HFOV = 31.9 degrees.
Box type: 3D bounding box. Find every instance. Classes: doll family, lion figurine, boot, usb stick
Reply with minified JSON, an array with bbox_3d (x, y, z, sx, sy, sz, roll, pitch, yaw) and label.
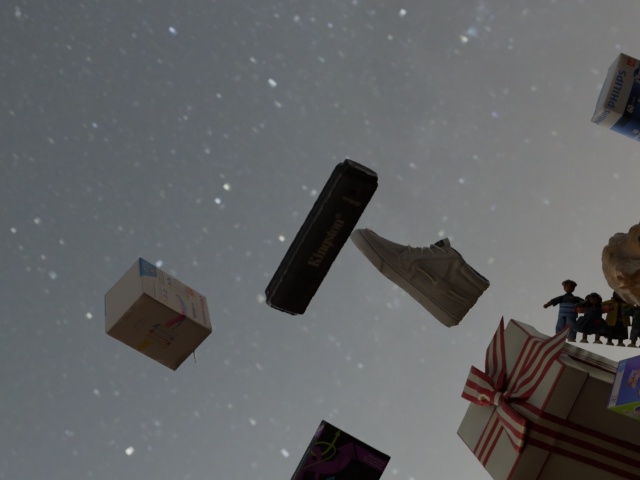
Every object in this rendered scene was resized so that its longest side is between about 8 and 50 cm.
[{"bbox_3d":[0.492,0.127,1.962,0.076,0.193,0.111,87,-172,-86],"label":"doll family"},{"bbox_3d":[0.472,-0.005,1.392,0.392,0.240,0.142,-32,-67,-74],"label":"lion figurine"},{"bbox_3d":[0.186,0.034,2.038,0.123,0.258,0.095,-49,4,13],"label":"boot"},{"bbox_3d":[0.000,0.000,1.755,0.077,0.045,0.278,25,-66,-12],"label":"usb stick"}]

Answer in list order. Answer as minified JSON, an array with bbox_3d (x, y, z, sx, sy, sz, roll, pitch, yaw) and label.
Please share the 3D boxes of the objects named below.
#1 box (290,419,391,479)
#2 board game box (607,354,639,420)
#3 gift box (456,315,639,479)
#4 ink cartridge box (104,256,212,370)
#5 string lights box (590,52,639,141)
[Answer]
[{"bbox_3d":[0.016,0.362,1.638,0.116,0.029,0.162,30,-96,-13],"label":"box"},{"bbox_3d":[0.565,0.212,1.487,0.347,0.233,0.078,124,165,-74],"label":"board game box"},{"bbox_3d":[0.384,0.267,1.812,0.258,0.255,0.276,20,-86,-17],"label":"gift box"},{"bbox_3d":[-0.228,0.111,1.615,0.143,0.092,0.090,33,-69,-29],"label":"ink cartridge box"},{"bbox_3d":[0.682,-0.254,2.209,0.077,0.259,0.133,113,179,-71],"label":"string lights box"}]
